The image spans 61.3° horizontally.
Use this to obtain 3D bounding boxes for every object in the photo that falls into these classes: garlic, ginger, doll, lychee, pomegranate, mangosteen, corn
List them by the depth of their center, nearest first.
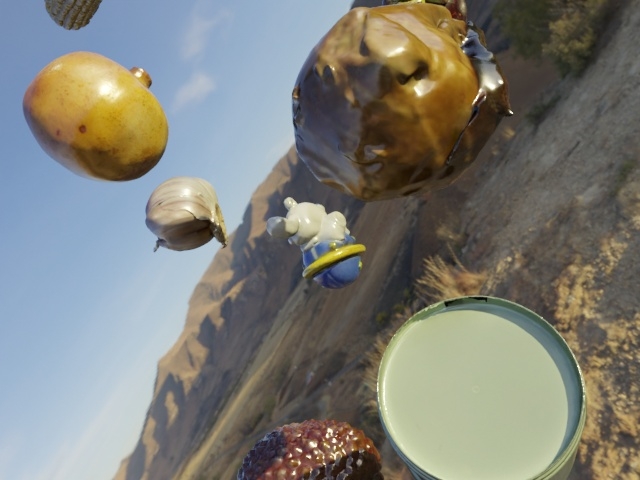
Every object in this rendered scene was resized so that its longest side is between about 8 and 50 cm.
[{"bbox_3d":[0.074,-0.168,0.633,0.269,0.223,0.200,-95,25,-46],"label":"ginger"},{"bbox_3d":[-0.372,-0.391,0.828,0.238,0.080,0.080,-6,49,55],"label":"corn"},{"bbox_3d":[-0.017,0.432,0.950,0.271,0.236,0.236,-31,11,14],"label":"lychee"},{"bbox_3d":[0.223,-0.514,1.220,0.217,0.192,0.192,25,-82,-51],"label":"mangosteen"},{"bbox_3d":[-0.308,-0.027,1.271,0.256,0.207,0.207,-62,1,42],"label":"garlic"},{"bbox_3d":[0.000,-0.001,1.282,0.160,0.242,0.311,-18,-9,25],"label":"doll"},{"bbox_3d":[-0.663,-0.372,1.639,0.416,0.417,0.416,-59,3,6],"label":"pomegranate"}]

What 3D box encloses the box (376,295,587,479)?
[{"bbox_3d":[0.189,0.196,0.645,0.226,0.226,0.149,-61,-32,-24],"label":"box"}]
